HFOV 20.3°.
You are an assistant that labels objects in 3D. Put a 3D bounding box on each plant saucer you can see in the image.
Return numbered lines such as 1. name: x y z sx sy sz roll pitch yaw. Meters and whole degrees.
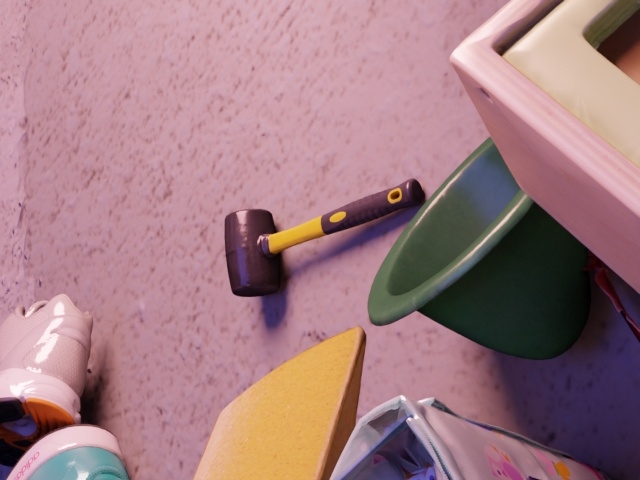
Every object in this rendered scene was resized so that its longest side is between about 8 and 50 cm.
1. plant saucer: -0.054 0.260 1.020 0.333 0.081 0.333 -69 -13 -59

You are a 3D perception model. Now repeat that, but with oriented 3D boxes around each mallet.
1. mallet: 0.000 0.000 1.248 0.189 0.039 0.062 -11 77 46

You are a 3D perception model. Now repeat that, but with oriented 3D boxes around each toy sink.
1. toy sink: 0.205 -0.092 0.830 0.234 0.131 0.153 -40 49 -4

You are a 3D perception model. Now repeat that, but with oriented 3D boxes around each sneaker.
1. sneaker: -0.258 0.116 1.528 0.262 0.099 0.121 -19 46 55
2. sneaker: -0.220 0.311 1.418 0.295 0.123 0.178 -60 34 25

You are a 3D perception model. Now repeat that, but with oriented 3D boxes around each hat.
1. hat: 0.148 0.045 1.061 0.173 0.183 0.208 -41 13 33

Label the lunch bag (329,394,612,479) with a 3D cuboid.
1. lunch bag: 0.092 0.224 0.930 0.160 0.223 0.262 -7 71 38
